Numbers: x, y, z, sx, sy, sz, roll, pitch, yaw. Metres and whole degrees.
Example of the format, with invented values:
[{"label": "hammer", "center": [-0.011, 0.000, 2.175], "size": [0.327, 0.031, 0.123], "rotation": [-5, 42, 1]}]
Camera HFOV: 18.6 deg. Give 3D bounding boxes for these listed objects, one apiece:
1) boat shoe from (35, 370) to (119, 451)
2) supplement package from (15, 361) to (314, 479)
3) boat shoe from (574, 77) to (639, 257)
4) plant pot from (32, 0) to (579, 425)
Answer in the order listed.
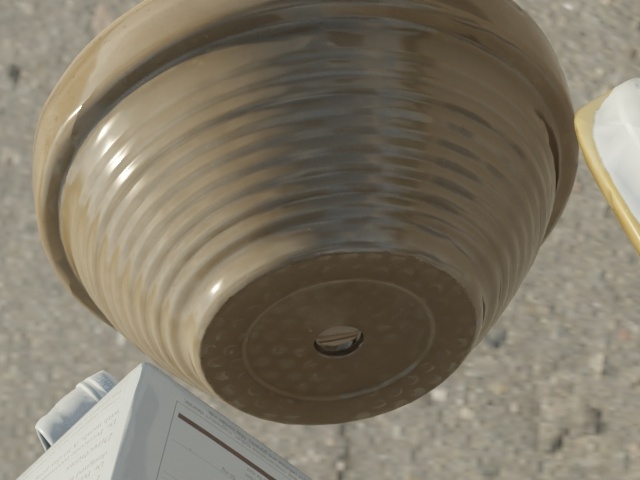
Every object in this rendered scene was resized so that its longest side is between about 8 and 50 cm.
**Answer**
[{"label": "boat shoe", "center": [-0.128, 0.155, 1.134], "size": [0.066, 0.063, 0.184], "rotation": [46, 153, 31]}, {"label": "supplement package", "center": [-0.064, 0.183, 0.609], "size": [0.134, 0.139, 0.244], "rotation": [-43, 19, 29]}, {"label": "boat shoe", "center": [0.157, 0.051, 0.445], "size": [0.096, 0.098, 0.277], "rotation": [-33, 60, 12]}, {"label": "plant pot", "center": [0.000, 0.000, 0.823], "size": [0.237, 0.237, 0.110], "rotation": [-36, 43, 26]}]
